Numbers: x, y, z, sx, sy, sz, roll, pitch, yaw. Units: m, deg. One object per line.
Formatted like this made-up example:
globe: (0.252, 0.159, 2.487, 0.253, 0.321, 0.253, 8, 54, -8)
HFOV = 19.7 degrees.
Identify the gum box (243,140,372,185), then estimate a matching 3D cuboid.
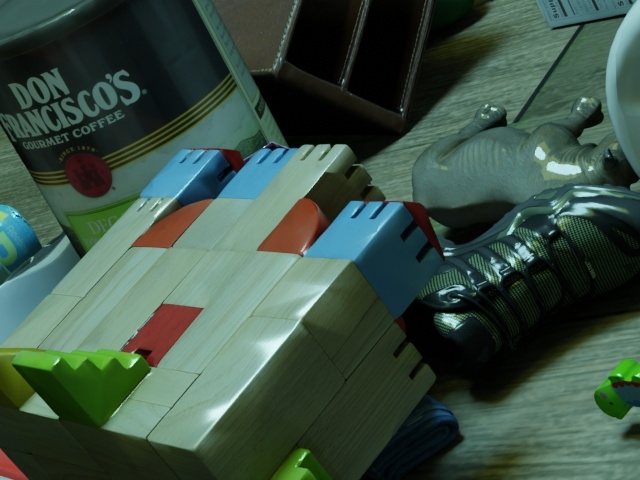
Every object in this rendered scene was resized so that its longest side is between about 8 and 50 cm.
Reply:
gum box: (0.000, 0.000, 1.361, 0.062, 0.107, 0.188, -34, 23, -15)

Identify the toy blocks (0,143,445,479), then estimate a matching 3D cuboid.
toy blocks: (-0.050, 0.049, 1.148, 0.261, 0.191, 0.381, -49, 28, -24)

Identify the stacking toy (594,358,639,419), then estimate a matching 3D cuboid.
stacking toy: (0.277, 0.046, 1.024, 0.221, 0.052, 0.167, -5, 29, 47)

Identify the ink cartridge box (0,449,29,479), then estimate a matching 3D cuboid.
ink cartridge box: (-0.258, 0.178, 1.347, 0.225, 0.056, 0.181, -42, 26, -28)

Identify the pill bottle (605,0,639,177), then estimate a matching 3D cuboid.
pill bottle: (0.339, -0.171, 1.214, 0.204, 0.204, 0.361, -10, 28, 38)

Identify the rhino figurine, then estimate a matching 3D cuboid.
rhino figurine: (0.167, -0.053, 1.332, 0.243, 0.073, 0.106, -2, 29, 45)

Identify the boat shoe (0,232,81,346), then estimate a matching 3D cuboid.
boat shoe: (-0.239, 0.049, 1.584, 0.076, 0.080, 0.228, -31, 17, 43)

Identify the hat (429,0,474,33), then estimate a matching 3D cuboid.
hat: (0.136, -0.222, 1.807, 0.173, 0.183, 0.208, -45, -14, -49)

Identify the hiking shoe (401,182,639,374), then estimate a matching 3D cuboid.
hiking shoe: (0.122, 0.039, 1.184, 0.227, 0.086, 0.114, -17, 36, 26)

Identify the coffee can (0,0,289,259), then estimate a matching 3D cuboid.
coffee can: (-0.142, -0.090, 1.500, 0.201, 0.275, 0.201, -24, 22, 11)

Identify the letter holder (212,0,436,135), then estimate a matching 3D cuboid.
letter holder: (-0.045, -0.220, 1.712, 0.302, 0.152, 0.214, 4, 76, 53)

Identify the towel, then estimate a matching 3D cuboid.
towel: (0.035, 0.114, 1.175, 0.067, 0.029, 0.119, -33, 22, -16)

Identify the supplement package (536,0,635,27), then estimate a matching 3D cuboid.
supplement package: (0.300, -0.291, 1.616, 0.244, 0.134, 0.139, -6, 30, 43)

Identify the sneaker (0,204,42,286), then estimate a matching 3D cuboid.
sneaker: (-0.360, 0.054, 1.640, 0.208, 0.127, 0.319, -22, 23, 17)
